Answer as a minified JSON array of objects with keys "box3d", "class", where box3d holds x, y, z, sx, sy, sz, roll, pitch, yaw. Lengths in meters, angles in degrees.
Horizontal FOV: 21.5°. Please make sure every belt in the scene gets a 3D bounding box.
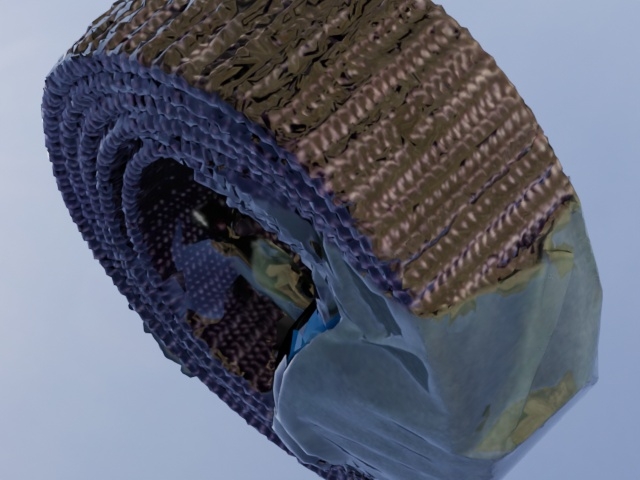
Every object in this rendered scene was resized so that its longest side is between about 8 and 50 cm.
[{"box3d":[0.000,0.000,0.734,0.260,0.325,0.122,40,-112,12],"class":"belt"}]
